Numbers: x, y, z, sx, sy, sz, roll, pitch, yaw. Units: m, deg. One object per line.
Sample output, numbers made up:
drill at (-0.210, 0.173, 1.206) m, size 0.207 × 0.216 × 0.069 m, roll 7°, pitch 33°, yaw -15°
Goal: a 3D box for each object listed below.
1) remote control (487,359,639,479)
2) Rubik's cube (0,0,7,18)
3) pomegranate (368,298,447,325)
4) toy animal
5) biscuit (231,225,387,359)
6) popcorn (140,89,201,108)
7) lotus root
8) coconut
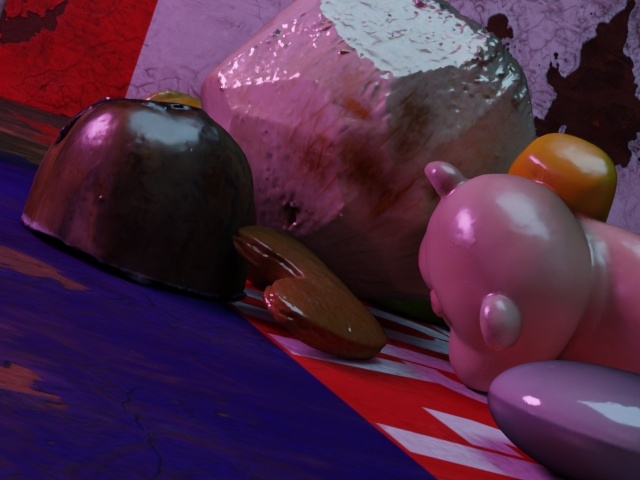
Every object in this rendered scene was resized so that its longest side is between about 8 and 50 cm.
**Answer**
remote control at (0.294, 0.172, 1.129) m, size 0.332 × 0.104 × 0.221 m, roll 18°, pitch -1°, yaw -15°
Rubik's cube at (-0.657, -0.351, 1.978) m, size 0.321 × 0.319 × 0.316 m, roll 18°, pitch 4°, yaw -30°
pomegranate at (0.159, -0.002, 1.911) m, size 0.358 × 0.216 × 0.309 m, roll 24°, pitch 3°, yaw 38°
toy animal at (0.217, 0.076, 1.426) m, size 0.246 × 0.277 × 0.345 m, roll -7°, pitch 54°, yaw -39°
biscuit at (-0.019, 0.045, 1.360) m, size 0.192 × 0.036 × 0.186 m, roll 46°, pitch 15°, yaw 31°
popcorn at (-0.220, -0.125, 2.020) m, size 0.204 × 0.184 × 0.221 m, roll -17°, pitch 25°, yaw -25°
lotus root at (-0.180, -0.055, 1.454) m, size 0.272 × 0.192 × 0.272 m, roll 12°, pitch 6°, yaw -1°
coconut at (0.043, -0.105, 1.645) m, size 0.415 × 0.415 × 0.345 m, roll 22°, pitch -22°, yaw 27°
